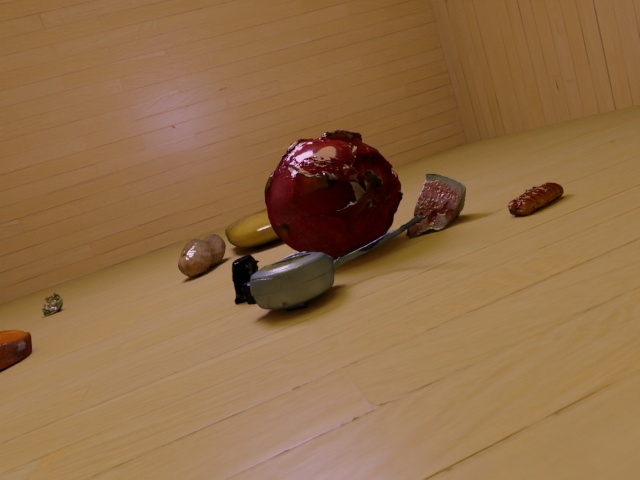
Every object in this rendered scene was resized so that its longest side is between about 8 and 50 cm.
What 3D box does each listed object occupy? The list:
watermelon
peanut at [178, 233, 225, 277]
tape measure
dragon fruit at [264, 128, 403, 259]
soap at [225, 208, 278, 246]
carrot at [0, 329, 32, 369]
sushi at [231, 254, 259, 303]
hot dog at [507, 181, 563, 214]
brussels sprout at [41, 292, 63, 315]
[{"bbox_3d":[0.263,-0.081,0.999,0.097,0.121,0.158,19,37,39],"label":"watermelon"},{"bbox_3d":[-0.393,0.046,1.507,0.101,0.118,0.263,5,12,13],"label":"peanut"},{"bbox_3d":[0.027,0.048,0.749,0.330,0.084,0.164,-16,12,21],"label":"tape measure"},{"bbox_3d":[0.028,-0.098,1.014,0.295,0.296,0.301,-26,0,-40],"label":"dragon fruit"},{"bbox_3d":[-0.207,-0.052,1.698,0.305,0.115,0.427,-17,9,-16],"label":"soap"},{"bbox_3d":[-0.854,0.291,1.067,0.307,0.100,0.258,-10,8,3],"label":"carrot"},{"bbox_3d":[-0.155,0.077,0.941,0.056,0.083,0.085,-17,11,13],"label":"sushi"},{"bbox_3d":[0.430,-0.085,0.894,0.144,0.038,0.062,-23,11,-27],"label":"hot dog"},{"bbox_3d":[-1.015,0.250,1.688,0.085,0.058,0.085,-4,41,3],"label":"brussels sprout"}]
